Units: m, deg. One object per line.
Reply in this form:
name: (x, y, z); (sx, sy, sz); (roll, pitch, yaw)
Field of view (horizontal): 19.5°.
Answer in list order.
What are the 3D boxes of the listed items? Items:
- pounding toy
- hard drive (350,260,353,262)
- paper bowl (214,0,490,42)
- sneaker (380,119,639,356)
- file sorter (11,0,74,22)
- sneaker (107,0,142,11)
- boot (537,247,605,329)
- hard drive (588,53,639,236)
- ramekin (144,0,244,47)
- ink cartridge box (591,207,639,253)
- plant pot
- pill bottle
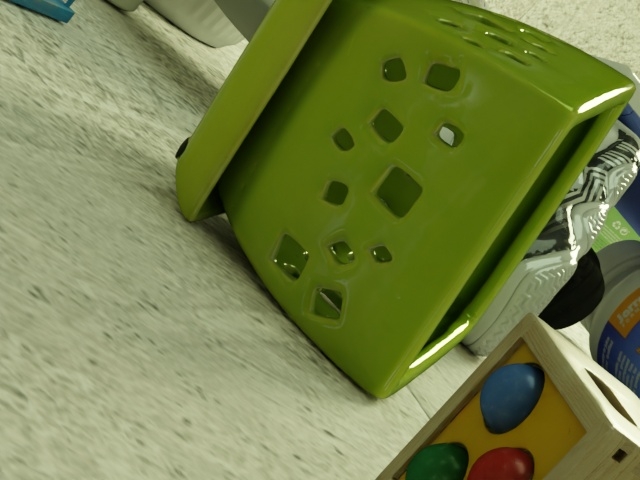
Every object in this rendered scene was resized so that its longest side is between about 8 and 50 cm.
pounding toy: (0.137, 0.108, 0.905); (0.094, 0.206, 0.181); (37, 11, -24)
hard drive: (0.000, 0.000, 1.378); (0.135, 0.022, 0.094); (41, 10, -4)
paper bowl: (0.000, -0.236, 1.625); (0.284, 0.148, 0.284); (44, -10, 10)
sneaker: (0.146, -0.063, 1.617); (0.210, 0.137, 0.366); (41, 36, 0)
file sorter: (-0.236, -0.262, 1.369); (0.170, 0.104, 0.118); (44, 10, 17)
sneaker: (-0.237, -0.324, 1.589); (0.290, 0.123, 0.106); (34, 14, -32)
boot: (0.154, -0.088, 1.888); (0.348, 0.131, 0.260); (48, 23, -29)
hard drive: (0.322, -0.075, 1.870); (0.319, 0.040, 0.210); (45, -9, -32)
ramekin: (-0.141, -0.309, 1.864); (0.273, 0.127, 0.273); (41, 10, -8)
ink cartridge box: (0.360, -0.024, 2.299); (0.062, 0.209, 0.109); (42, 9, -9)
plant pot: (0.048, -0.061, 1.221); (0.207, 0.227, 0.228); (36, 18, 9)
pill bottle: (0.371, 0.117, 1.912); (0.152, 0.152, 0.272); (33, 13, -42)
